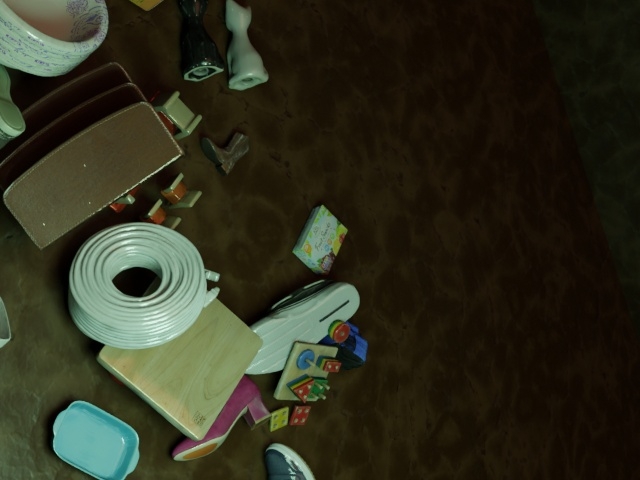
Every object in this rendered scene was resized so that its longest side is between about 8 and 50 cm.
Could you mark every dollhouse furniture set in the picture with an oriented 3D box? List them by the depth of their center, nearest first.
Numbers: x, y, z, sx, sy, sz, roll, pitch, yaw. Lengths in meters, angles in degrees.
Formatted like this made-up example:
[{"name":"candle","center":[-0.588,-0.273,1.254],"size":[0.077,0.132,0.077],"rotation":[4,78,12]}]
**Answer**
[{"name":"dollhouse furniture set","center":[-0.362,-0.176,1.867],"size":[0.262,0.135,0.259],"rotation":[47,62,-26]}]

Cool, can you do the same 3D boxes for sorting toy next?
[{"name":"sorting toy","center":[-0.283,0.221,1.817],"size":[0.255,0.089,0.257],"rotation":[43,52,-14]},{"name":"sorting toy","center":[-0.024,0.302,2.015],"size":[0.132,0.046,0.274],"rotation":[14,102,-47]}]

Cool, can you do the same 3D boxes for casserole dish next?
[{"name":"casserole dish","center":[-0.418,0.372,1.702],"size":[0.188,0.037,0.114],"rotation":[38,55,-31]}]

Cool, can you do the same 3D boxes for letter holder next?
[{"name":"letter holder","center":[-0.430,-0.163,1.644],"size":[0.302,0.152,0.214],"rotation":[-35,106,-6]}]

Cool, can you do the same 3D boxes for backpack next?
[{"name":"backpack","center":[0.055,0.242,2.166],"size":[0.120,0.098,0.101],"rotation":[39,51,-30]}]

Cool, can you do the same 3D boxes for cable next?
[{"name":"cable","center":[-0.340,0.082,1.728],"size":[0.257,0.089,0.257],"rotation":[28,53,10]}]

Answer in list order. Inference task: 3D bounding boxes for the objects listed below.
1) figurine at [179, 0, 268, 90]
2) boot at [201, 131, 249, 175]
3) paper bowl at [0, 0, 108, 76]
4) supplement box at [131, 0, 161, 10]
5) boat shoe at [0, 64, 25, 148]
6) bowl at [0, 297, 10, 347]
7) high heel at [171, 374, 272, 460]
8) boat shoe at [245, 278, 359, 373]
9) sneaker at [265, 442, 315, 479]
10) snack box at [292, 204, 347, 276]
[{"name":"figurine","center":[-0.224,-0.461,2.088],"size":[0.215,0.092,0.209],"rotation":[4,73,-45]},{"name":"boot","center":[-0.208,-0.216,2.067],"size":[0.114,0.037,0.106],"rotation":[-54,130,-35]},{"name":"paper bowl","center":[-0.541,-0.426,1.680],"size":[0.284,0.148,0.284],"rotation":[35,39,-34]},{"name":"supplement box","center":[-0.426,-0.576,1.917],"size":[0.233,0.080,0.078],"rotation":[26,60,-36]},{"name":"boat shoe","center":[-0.591,-0.257,1.639],"size":[0.081,0.069,0.227],"rotation":[24,32,-53]},{"name":"bowl","center":[-0.597,0.128,1.541],"size":[0.142,0.053,0.142],"rotation":[26,20,-41]},{"name":"high heel","center":[-0.219,0.359,1.895],"size":[0.244,0.082,0.117],"rotation":[-23,67,-33]},{"name":"boat shoe","center":[-0.069,0.189,2.048],"size":[0.335,0.119,0.121],"rotation":[-26,112,-26]},{"name":"sneaker","center":[-0.074,0.579,1.947],"size":[0.153,0.099,0.282],"rotation":[-34,106,-46]},{"name":"snack box","center":[0.000,0.000,2.218],"size":[0.100,0.037,0.141],"rotation":[43,52,-27]}]
